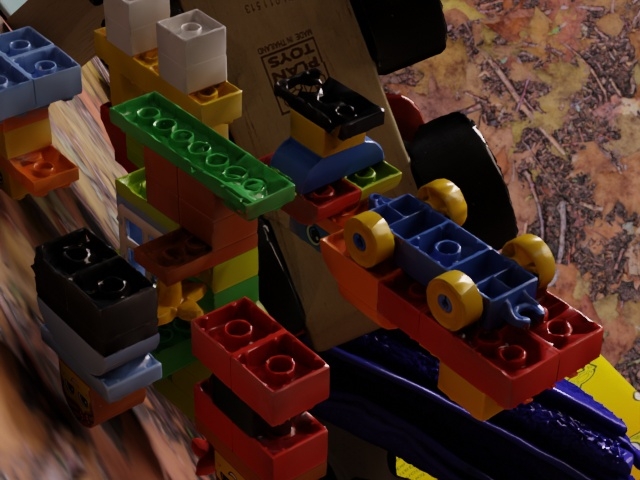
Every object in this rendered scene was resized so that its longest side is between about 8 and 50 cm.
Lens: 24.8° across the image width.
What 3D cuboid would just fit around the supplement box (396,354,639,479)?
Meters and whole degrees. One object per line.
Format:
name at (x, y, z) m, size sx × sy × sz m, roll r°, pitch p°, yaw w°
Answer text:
supplement box at (0.166, 0.202, 1.055) m, size 0.194 × 0.195 × 0.356 m, roll 57°, pitch 1°, yaw -19°

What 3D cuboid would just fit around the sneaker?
sneaker at (0.018, 0.119, 0.841) m, size 0.109 × 0.044 × 0.040 m, roll 55°, pitch 2°, yaw 28°

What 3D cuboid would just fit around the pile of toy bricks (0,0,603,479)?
pile of toy bricks at (-0.032, 0.018, 0.412) m, size 0.212 × 0.118 × 0.105 m, roll 37°, pitch -41°, yaw 40°

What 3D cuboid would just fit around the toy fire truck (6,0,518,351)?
toy fire truck at (-0.047, -0.074, 0.628) m, size 0.246 × 0.159 × 0.217 m, roll -133°, pitch -159°, yaw -77°

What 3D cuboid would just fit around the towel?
towel at (0.053, 0.068, 0.791) m, size 0.228 × 0.076 × 0.308 m, roll 28°, pitch 0°, yaw -1°

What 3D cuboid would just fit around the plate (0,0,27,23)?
plate at (-0.185, -0.175, 0.794) m, size 0.188 × 0.024 × 0.188 m, roll 58°, pitch 0°, yaw 0°
